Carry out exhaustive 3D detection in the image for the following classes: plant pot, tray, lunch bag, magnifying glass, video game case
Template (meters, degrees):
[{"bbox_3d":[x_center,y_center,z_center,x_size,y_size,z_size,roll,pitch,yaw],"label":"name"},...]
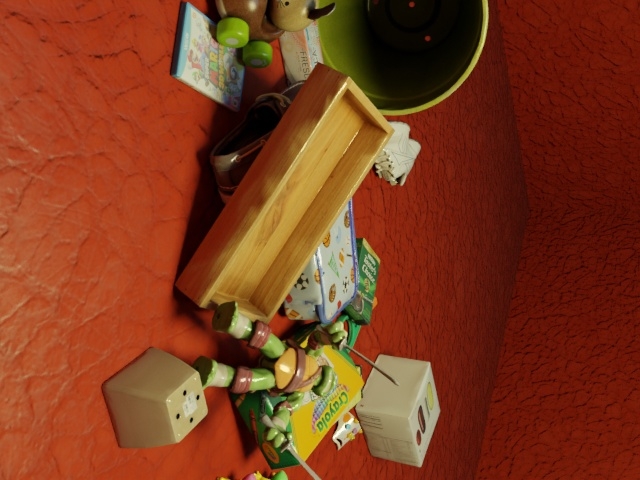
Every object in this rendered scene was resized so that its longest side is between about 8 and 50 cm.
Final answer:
[{"bbox_3d":[-0.225,0.229,0.914,0.109,0.096,0.109,-39,126,-54],"label":"plant pot"},{"bbox_3d":[-0.050,-0.063,1.061,0.411,0.076,0.203,-56,150,3],"label":"tray"},{"bbox_3d":[0.000,0.000,1.310,0.243,0.115,0.303,-32,121,-60],"label":"lunch bag"},{"bbox_3d":[0.086,0.199,1.585,0.231,0.026,0.092,-37,124,-53],"label":"magnifying glass"},{"bbox_3d":[0.182,-0.498,1.401,0.353,0.367,0.366,-59,142,-60],"label":"plant pot"},{"bbox_3d":[-0.177,-0.293,1.046,0.166,0.015,0.119,20,75,-61],"label":"video game case"}]

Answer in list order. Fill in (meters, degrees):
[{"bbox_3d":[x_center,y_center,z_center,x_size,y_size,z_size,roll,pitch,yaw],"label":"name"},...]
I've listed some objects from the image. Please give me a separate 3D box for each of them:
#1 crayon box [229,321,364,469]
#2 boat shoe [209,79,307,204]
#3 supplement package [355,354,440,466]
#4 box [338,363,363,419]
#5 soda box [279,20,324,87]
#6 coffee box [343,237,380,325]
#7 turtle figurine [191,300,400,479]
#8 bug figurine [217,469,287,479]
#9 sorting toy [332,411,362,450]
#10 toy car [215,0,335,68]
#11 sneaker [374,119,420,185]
[{"bbox_3d":[-0.036,0.285,1.238,0.165,0.081,0.278,62,34,-6],"label":"crayon box"},{"bbox_3d":[-0.085,-0.197,1.128,0.324,0.117,0.096,-56,143,-36],"label":"boat shoe"},{"bbox_3d":[0.212,0.449,1.708,0.194,0.149,0.203,-58,142,-43],"label":"supplement package"},{"bbox_3d":[0.023,0.352,1.440,0.232,0.058,0.087,-21,111,-61],"label":"box"},{"bbox_3d":[-0.030,-0.335,1.269,0.058,0.063,0.183,-43,129,-53],"label":"soda box"},{"bbox_3d":[0.096,0.098,1.548,0.113,0.040,0.184,52,42,-45],"label":"coffee box"},{"bbox_3d":[-0.043,0.210,0.993,0.266,0.198,0.274,26,23,-30],"label":"turtle figurine"},{"bbox_3d":[-0.124,0.527,1.161,0.279,0.072,0.216,33,63,-58],"label":"bug figurine"},{"bbox_3d":[0.059,0.465,1.547,0.075,0.045,0.083,-44,133,-27],"label":"sorting toy"},{"bbox_3d":[-0.062,-0.392,1.050,0.149,0.188,0.155,25,62,-61],"label":"toy car"},{"bbox_3d":[0.179,-0.224,1.638,0.297,0.111,0.129,24,77,-60],"label":"sneaker"}]
